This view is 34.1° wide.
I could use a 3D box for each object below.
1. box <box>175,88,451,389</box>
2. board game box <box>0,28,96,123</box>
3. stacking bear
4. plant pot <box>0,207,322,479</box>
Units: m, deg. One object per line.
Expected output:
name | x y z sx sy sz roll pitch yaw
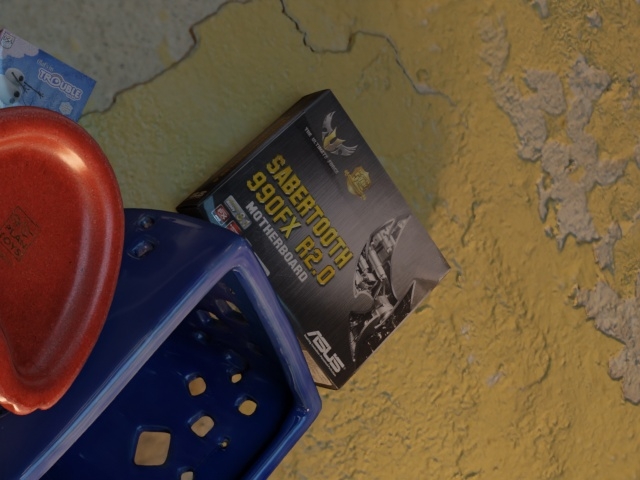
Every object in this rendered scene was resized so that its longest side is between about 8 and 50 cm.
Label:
box | 0.000 0.000 1.013 0.183 0.056 0.231 -43 110 -23
board game box | -0.250 -0.118 0.889 0.090 0.020 0.090 28 74 -27
stacking bear | -0.285 -0.010 0.693 0.175 0.289 0.164 57 50 -40
plant pot | -0.168 0.106 0.796 0.236 0.212 0.236 -48 144 -21
